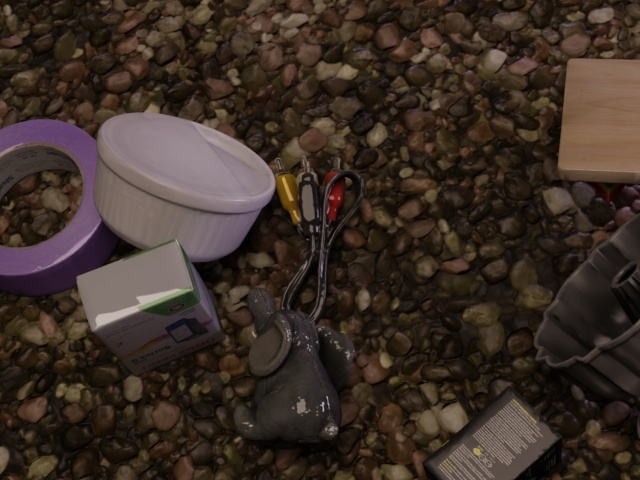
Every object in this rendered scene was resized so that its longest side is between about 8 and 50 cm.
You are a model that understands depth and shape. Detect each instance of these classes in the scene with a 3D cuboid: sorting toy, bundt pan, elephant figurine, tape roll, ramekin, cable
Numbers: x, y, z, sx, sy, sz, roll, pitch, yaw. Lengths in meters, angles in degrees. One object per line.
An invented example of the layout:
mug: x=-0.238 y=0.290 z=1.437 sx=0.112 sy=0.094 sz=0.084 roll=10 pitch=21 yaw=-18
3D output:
sorting toy: x=0.483 y=-0.151 z=1.880 sx=0.257 sy=0.089 sz=0.255 roll=4 pitch=45 yaw=12
bundt pan: x=0.445 y=0.083 z=1.709 sx=0.124 sy=0.331 sz=0.331 roll=43 pitch=77 yaw=-10
elephant figurine: x=-0.042 y=0.166 z=1.807 sx=0.186 sy=0.169 sz=0.239 roll=0 pitch=74 yaw=14
tape roll: x=-0.450 y=-0.053 z=2.042 sx=0.275 sy=0.090 sz=0.274 roll=-4 pitch=64 yaw=8
ramekin: x=-0.213 y=-0.075 z=1.924 sx=0.273 sy=0.273 sz=0.127 roll=32 pitch=116 yaw=22
cable: x=0.000 y=0.000 z=1.967 sx=0.139 sy=0.072 sz=0.287 roll=-2 pitch=77 yaw=0

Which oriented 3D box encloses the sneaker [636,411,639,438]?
sneaker: x=0.553 y=0.241 z=1.680 sx=0.269 sy=0.153 sz=0.101 roll=4 pitch=66 yaw=12

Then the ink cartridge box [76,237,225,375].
ink cartridge box: x=-0.240 y=0.101 z=1.862 sx=0.154 sy=0.212 sz=0.093 roll=-22 pitch=66 yaw=-1

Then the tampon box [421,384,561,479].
tampon box: x=0.233 y=0.296 z=1.732 sx=0.161 sy=0.120 sz=0.101 roll=-40 pitch=65 yaw=-9
